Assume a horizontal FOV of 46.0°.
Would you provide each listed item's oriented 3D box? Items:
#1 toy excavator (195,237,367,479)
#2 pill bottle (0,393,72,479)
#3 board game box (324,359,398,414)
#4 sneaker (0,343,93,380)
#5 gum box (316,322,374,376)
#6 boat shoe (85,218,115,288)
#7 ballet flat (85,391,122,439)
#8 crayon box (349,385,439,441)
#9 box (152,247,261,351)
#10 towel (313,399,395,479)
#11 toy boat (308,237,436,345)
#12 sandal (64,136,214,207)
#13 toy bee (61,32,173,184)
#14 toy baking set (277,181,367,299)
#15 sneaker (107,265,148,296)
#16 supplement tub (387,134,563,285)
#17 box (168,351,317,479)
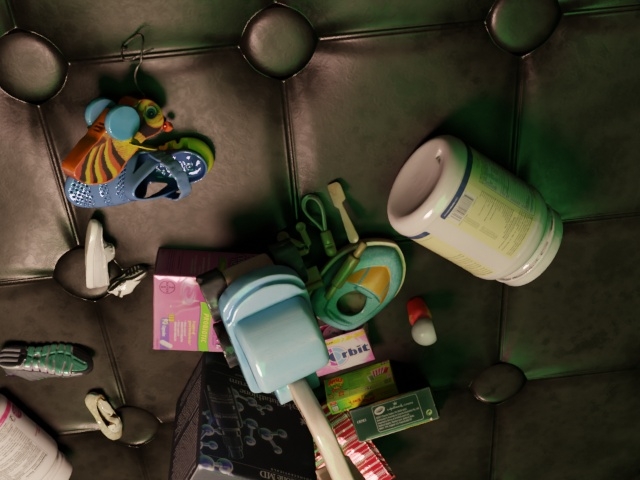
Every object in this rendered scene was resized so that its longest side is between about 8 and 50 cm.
[{"bbox_3d":[-0.057,0.282,1.552,0.223,0.445,0.432,-22,128,-11],"label":"toy excavator"},{"bbox_3d":[-0.780,0.536,1.927,0.160,0.160,0.283,-28,120,11],"label":"pill bottle"},{"bbox_3d":[0.105,0.381,1.963,0.182,0.092,0.043,-19,121,6],"label":"board game box"},{"bbox_3d":[-0.671,0.308,1.861,0.224,0.083,0.098,8,141,-6],"label":"sneaker"},{"bbox_3d":[0.040,0.268,1.904,0.189,0.062,0.107,-18,122,5],"label":"gum box"},{"bbox_3d":[-0.497,0.032,1.705,0.063,0.066,0.184,-2,120,-22],"label":"boat shoe"},{"bbox_3d":[-0.554,0.461,1.960,0.053,0.057,0.168,-5,127,31],"label":"ballet flat"},{"bbox_3d":[0.199,0.441,1.942,0.203,0.083,0.323,-19,166,5],"label":"crayon box"},{"bbox_3d":[-0.264,0.143,1.763,0.243,0.117,0.213,3,121,-9],"label":"box"},{"bbox_3d":[0.044,0.576,2.022,0.199,0.031,0.274,-36,88,9],"label":"towel"},{"bbox_3d":[0.144,0.137,1.784,0.318,0.148,0.267,29,114,-21],"label":"toy boat"},{"bbox_3d":[-0.384,-0.130,1.573,0.318,0.138,0.126,-14,124,5],"label":"sandal"},{"bbox_3d":[-0.372,-0.227,1.501,0.298,0.195,0.162,-47,140,9],"label":"toy bee"},{"bbox_3d":[0.004,0.005,1.700,0.197,0.030,0.256,42,110,11],"label":"toy baking set"},{"bbox_3d":[-0.445,0.096,1.767,0.109,0.040,0.044,-28,137,15],"label":"sneaker"},{"bbox_3d":[0.335,-0.057,1.632,0.325,0.235,0.235,28,115,-21],"label":"supplement tub"},{"bbox_3d":[-0.192,0.500,1.828,0.294,0.395,0.211,21,117,-18],"label":"box"}]
